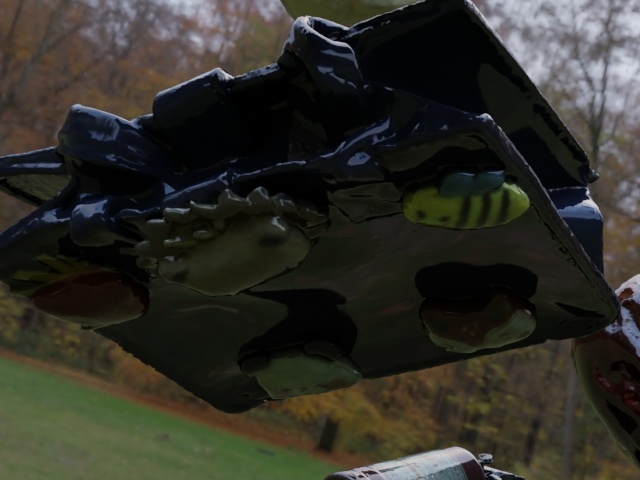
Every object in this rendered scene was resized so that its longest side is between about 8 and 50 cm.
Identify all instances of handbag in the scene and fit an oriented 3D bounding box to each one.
[{"bbox_3d":[0.000,0.000,0.684,0.303,0.122,0.329,-16,-24,21],"label":"handbag"}]

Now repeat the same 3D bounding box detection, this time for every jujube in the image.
[{"bbox_3d":[0.365,0.150,1.122,0.243,0.183,0.183,50,1,17],"label":"jujube"}]

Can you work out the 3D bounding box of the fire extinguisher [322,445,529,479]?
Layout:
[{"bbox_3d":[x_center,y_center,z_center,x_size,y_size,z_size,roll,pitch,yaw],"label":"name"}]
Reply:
[{"bbox_3d":[0.109,0.241,1.068,0.231,0.071,0.099,-1,17,-42],"label":"fire extinguisher"}]

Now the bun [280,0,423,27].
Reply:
[{"bbox_3d":[0.093,-0.380,1.281,0.213,0.361,0.361,25,-5,21],"label":"bun"}]
